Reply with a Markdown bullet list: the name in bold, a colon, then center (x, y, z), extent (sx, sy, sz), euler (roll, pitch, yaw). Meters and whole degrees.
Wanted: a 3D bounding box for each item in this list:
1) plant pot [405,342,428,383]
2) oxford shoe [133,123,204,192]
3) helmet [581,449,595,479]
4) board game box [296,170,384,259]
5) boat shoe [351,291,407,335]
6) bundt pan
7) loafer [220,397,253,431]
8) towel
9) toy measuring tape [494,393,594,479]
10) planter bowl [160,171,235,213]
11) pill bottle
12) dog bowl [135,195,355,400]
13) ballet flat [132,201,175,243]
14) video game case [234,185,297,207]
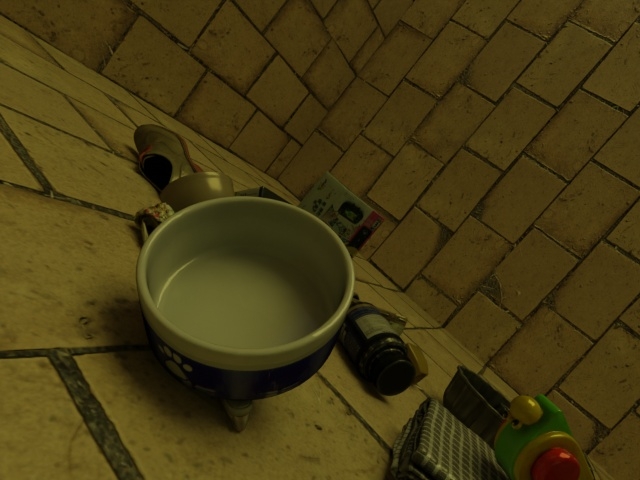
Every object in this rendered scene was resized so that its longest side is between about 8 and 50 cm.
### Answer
- **plant pot**: center (0.247, 0.344, 1.232), extent (0.081, 0.081, 0.083), euler (31, 23, -46)
- **oxford shoe**: center (-0.426, -0.224, 1.195), extent (0.348, 0.123, 0.130), euler (42, 13, 31)
- **helmet**: center (0.654, 0.616, 1.243), extent (0.169, 0.169, 0.162), euler (30, 28, -50)
- **board game box**: center (0.000, 0.000, 1.189), extent (0.224, 0.303, 0.097), euler (30, 14, -50)
- **boat shoe**: center (0.116, 0.194, 1.309), extent (0.285, 0.089, 0.104), euler (30, -1, 22)
- **bundt pan**: center (0.453, 0.488, 1.178), extent (0.330, 0.124, 0.331), euler (39, 8, -7)
- **loafer**: center (-0.116, 0.188, 0.574), extent (0.045, 0.039, 0.125), euler (-2, 23, -22)
- **towel**: center (0.232, 0.387, 0.715), extent (0.235, 0.121, 0.283), euler (40, 7, 14)
- **toy measuring tape**: center (0.355, 0.370, 0.702), extent (0.330, 0.121, 0.121), euler (59, 0, -20)
- **planter bowl**: center (-0.256, -0.063, 0.989), extent (0.162, 0.162, 0.109), euler (22, 45, -67)
- **pill bottle**: center (0.124, 0.246, 1.034), extent (0.122, 0.123, 0.219), euler (35, 9, -30)
- **dog bowl**: center (-0.094, 0.063, 0.584), extent (0.264, 0.104, 0.265), euler (7, 42, -7)
- **ballet flat**: center (-0.261, 0.015, 0.788), extent (0.077, 0.091, 0.241), euler (-11, 38, -40)
- **video game case**: center (-0.164, -0.061, 1.230), extent (0.248, 0.035, 0.274), euler (-6, -22, 34)
